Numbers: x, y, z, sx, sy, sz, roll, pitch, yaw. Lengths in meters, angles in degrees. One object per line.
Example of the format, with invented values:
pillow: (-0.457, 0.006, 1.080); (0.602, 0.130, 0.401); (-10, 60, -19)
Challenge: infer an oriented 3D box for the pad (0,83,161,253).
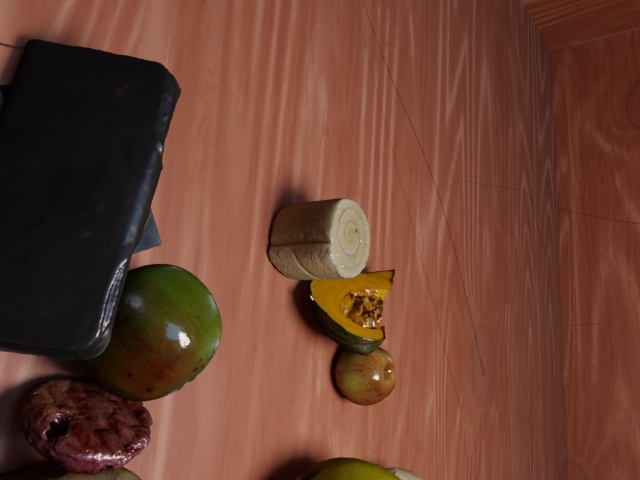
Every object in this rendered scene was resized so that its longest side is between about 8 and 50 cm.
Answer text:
pad: (-0.307, -0.088, 0.714); (0.164, 0.004, 0.243); (-26, 104, -51)

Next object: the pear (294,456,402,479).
pear: (0.054, 0.499, 0.882); (0.294, 0.294, 0.294); (11, 76, -51)

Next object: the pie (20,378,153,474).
pie: (-0.266, 0.210, 0.625); (0.154, 0.153, 0.038); (22, 101, -49)

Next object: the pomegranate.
pomegranate: (-0.225, 0.093, 0.674); (0.209, 0.180, 0.180); (52, 41, 3)

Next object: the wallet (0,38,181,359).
wallet: (-0.289, -0.062, 0.611); (0.051, 0.197, 0.377); (111, -12, -71)

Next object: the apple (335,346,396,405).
apple: (0.093, 0.273, 1.096); (0.126, 0.102, 0.126); (12, 75, -50)

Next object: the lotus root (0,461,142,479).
lotus root: (-0.305, 0.440, 0.557); (0.374, 0.111, 0.390); (60, 43, -31)

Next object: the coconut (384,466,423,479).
coconut: (0.150, 0.539, 1.097); (0.147, 0.147, 0.152); (-16, 95, -52)

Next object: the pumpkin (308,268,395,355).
pumpkin: (0.045, 0.126, 1.079); (0.163, 0.111, 0.278); (29, 29, -2)

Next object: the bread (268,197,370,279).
bread: (0.000, 0.000, 0.989); (0.134, 0.141, 0.148); (47, 52, -43)
